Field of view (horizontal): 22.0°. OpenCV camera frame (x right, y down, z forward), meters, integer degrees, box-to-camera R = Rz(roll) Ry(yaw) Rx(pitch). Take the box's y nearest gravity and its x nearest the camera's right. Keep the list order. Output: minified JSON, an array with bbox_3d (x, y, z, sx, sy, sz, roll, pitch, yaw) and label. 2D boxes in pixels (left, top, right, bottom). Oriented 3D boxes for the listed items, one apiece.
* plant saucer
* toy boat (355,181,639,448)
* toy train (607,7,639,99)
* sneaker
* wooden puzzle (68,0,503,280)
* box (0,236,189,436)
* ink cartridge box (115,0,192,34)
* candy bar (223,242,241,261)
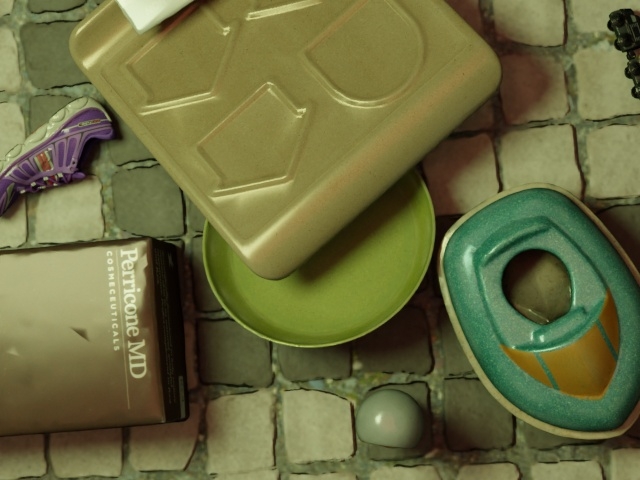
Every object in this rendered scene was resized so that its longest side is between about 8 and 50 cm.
[{"bbox_3d":[0.000,0.000,1.682,0.241,0.037,0.241,-4,67,10],"label":"plant saucer"},{"bbox_3d":[0.177,0.110,1.628,0.318,0.148,0.267,-34,84,3],"label":"toy boat"},{"bbox_3d":[0.335,-0.164,1.690,0.036,0.027,0.158,-18,84,-6],"label":"toy train"},{"bbox_3d":[-0.287,-0.078,1.733,0.170,0.068,0.071,-40,89,2],"label":"sneaker"},{"bbox_3d":[-0.037,-0.178,1.686,0.322,0.080,0.348,-42,73,1],"label":"wooden puzzle"},{"bbox_3d":[-0.336,0.110,1.690,0.381,0.143,0.191,-6,86,4],"label":"box"},{"bbox_3d":[-0.157,-0.442,1.720,0.308,0.091,0.385,-34,81,3],"label":"ink cartridge box"},{"bbox_3d":[-0.040,0.047,1.721,0.161,0.018,0.040,31,90,6],"label":"candy bar"}]
